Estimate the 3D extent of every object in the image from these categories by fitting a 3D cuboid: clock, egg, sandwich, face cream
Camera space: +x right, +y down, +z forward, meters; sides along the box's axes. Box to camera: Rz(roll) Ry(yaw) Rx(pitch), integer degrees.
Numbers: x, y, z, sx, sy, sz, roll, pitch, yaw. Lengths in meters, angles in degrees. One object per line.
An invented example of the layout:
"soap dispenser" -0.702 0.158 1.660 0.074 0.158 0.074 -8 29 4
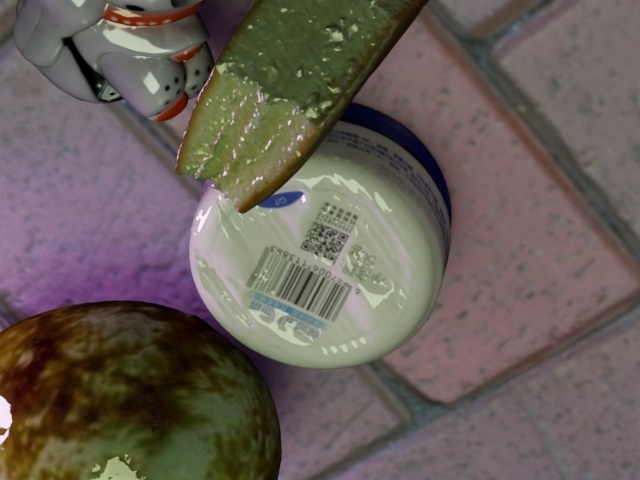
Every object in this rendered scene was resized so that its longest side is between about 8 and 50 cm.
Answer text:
"clock" -0.138 -0.194 1.143 0.189 0.189 0.254 28 129 -8
"egg" -0.173 0.164 1.331 0.289 0.238 0.238 21 126 22
"sandwich" -0.006 -0.136 1.138 0.094 0.096 0.258 36 90 4
"face cream" 0.000 0.000 1.269 0.206 0.111 0.206 5 121 8
